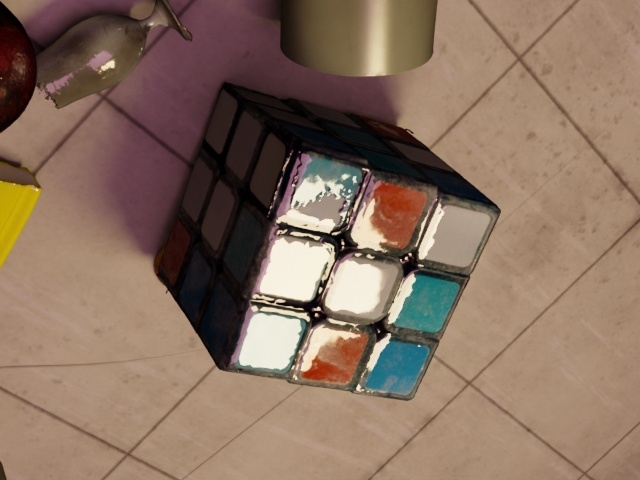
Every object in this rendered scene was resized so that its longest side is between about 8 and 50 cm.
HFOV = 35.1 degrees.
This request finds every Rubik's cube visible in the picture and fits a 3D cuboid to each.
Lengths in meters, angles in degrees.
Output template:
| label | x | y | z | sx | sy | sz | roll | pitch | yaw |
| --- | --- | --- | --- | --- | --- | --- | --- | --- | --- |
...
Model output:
| label | x | y | z | sx | sy | sz | roll | pitch | yaw |
| --- | --- | --- | --- | --- | --- | --- | --- | --- | --- |
| Rubik's cube | 0.000 | 0.000 | 1.527 | 0.359 | 0.362 | 0.363 | 10 | 108 | -30 |

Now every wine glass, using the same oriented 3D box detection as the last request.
| label | x | y | z | sx | sy | sz | roll | pitch | yaw |
| --- | --- | --- | --- | --- | --- | --- | --- | --- | --- |
| wine glass | -0.298 | -0.268 | 1.418 | 0.222 | 0.103 | 0.103 | -31 | 127 | -3 |

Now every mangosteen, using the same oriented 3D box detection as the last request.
| label | x | y | z | sx | sy | sz | roll | pitch | yaw |
| --- | --- | --- | --- | --- | --- | --- | --- | --- | --- |
| mangosteen | -0.478 | -0.208 | 1.312 | 0.236 | 0.235 | 0.261 | -22 | 153 | -10 |

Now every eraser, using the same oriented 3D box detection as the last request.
| label | x | y | z | sx | sy | sz | roll | pitch | yaw |
| --- | --- | --- | --- | --- | --- | --- | --- | --- | --- |
| eraser | -0.521 | -0.020 | 1.467 | 0.158 | 0.069 | 0.226 | 12 | 119 | -48 |

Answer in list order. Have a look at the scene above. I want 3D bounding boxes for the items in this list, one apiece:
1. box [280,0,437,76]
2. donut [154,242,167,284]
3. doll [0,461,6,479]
| label | x | y | z | sx | sy | sz | roll | pitch | yaw |
| --- | --- | --- | --- | --- | --- | --- | --- | --- | --- |
| box | 0.056 | -0.345 | 1.442 | 0.226 | 0.226 | 0.149 | -9 | 123 | -18 |
| donut | -0.223 | 0.041 | 1.677 | 0.097 | 0.043 | 0.108 | 35 | 97 | -36 |
| doll | -0.639 | 0.262 | 1.510 | 0.382 | 0.252 | 0.378 | 7 | 117 | -34 |
